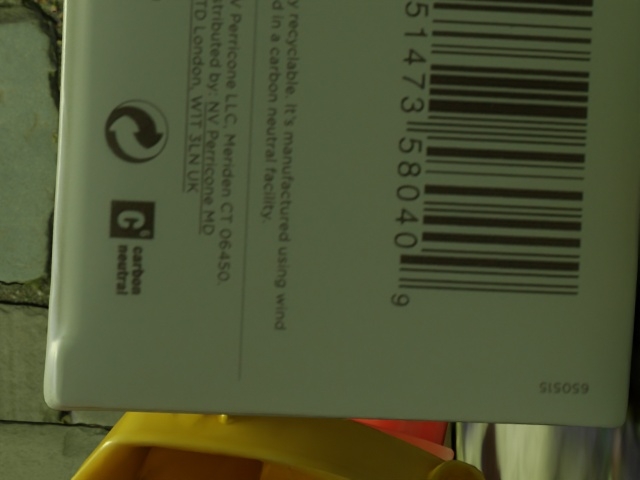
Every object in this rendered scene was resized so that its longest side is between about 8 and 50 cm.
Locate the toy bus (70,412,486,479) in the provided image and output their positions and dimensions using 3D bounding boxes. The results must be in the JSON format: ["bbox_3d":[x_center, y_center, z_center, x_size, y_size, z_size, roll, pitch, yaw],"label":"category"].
[{"bbox_3d":[-0.015,0.107,0.387,0.220,0.149,0.211,103,-174,-56],"label":"toy bus"}]

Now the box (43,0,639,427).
[{"bbox_3d":[0.003,-0.021,0.344,0.087,0.102,0.101,-130,42,-87],"label":"box"}]

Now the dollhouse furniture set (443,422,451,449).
[{"bbox_3d":[0.000,0.000,0.511,0.091,0.081,0.114,100,172,-58],"label":"dollhouse furniture set"}]
